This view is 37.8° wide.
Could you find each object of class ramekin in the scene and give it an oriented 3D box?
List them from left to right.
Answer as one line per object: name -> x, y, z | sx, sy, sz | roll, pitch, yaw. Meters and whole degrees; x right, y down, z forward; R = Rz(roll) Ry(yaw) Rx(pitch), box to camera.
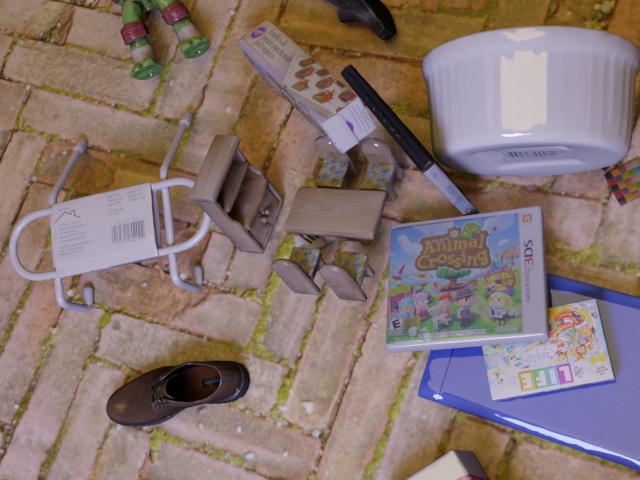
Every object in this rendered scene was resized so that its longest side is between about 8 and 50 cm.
ramekin -> 0.269, -0.168, 1.206 | 0.277, 0.277, 0.135 | -1, 84, 20

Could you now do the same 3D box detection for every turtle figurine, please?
turtle figurine -> -0.293, -0.413, 1.487 | 0.274, 0.198, 0.266 | -32, 83, 54

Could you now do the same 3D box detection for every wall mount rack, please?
wall mount rack -> -0.310, -0.055, 1.464 | 0.350, 0.130, 0.304 | -11, 76, 17

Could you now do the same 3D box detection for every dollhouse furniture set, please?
dollhouse furniture set -> -0.033, -0.055, 1.310 | 0.242, 0.161, 0.212 | 5, 62, 29

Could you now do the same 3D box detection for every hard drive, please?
hard drive -> 0.309, 0.154, 1.227 | 0.318, 0.040, 0.210 | 15, 82, 23

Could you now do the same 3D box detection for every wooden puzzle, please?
wooden puzzle -> 0.418, -0.079, 1.268 | 0.049, 0.006, 0.083 | -26, 69, 12

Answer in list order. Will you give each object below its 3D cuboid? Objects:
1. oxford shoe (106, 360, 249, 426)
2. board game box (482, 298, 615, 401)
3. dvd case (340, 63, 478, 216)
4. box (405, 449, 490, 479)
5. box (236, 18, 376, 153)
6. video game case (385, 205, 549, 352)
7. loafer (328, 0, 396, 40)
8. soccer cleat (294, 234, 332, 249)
oxford shoe -> -0.227, 0.218, 1.374 | 0.227, 0.096, 0.083 | -20, 72, 16
board game box -> 0.288, 0.142, 1.200 | 0.154, 0.026, 0.103 | -14, 72, 16
dvd case -> 0.124, -0.125, 1.250 | 0.022, 0.253, 0.180 | -41, 66, 9
box -> 0.179, 0.398, 1.164 | 0.148, 0.127, 0.232 | -35, 68, 9
box -> -0.027, -0.231, 1.359 | 0.063, 0.067, 0.324 | -37, 41, -2
video game case -> 0.193, 0.051, 1.249 | 0.212, 0.023, 0.193 | -7, 57, 20
loafer -> 0.054, -0.361, 1.450 | 0.061, 0.062, 0.170 | -50, 61, 26
soccer cleat -> 0.000, 0.000, 1.387 | 0.083, 0.029, 0.036 | -1, 87, 21
